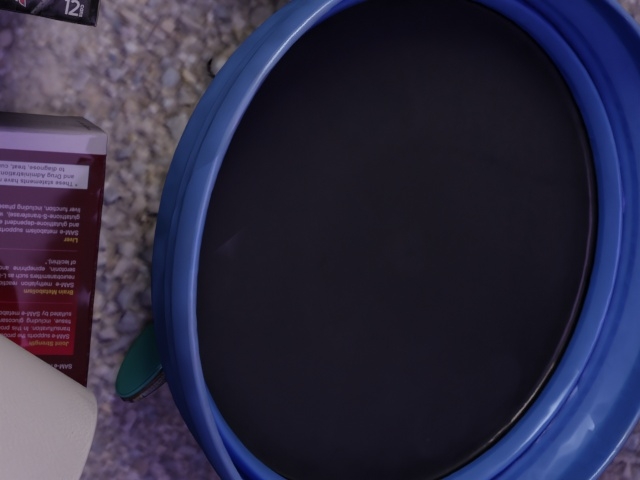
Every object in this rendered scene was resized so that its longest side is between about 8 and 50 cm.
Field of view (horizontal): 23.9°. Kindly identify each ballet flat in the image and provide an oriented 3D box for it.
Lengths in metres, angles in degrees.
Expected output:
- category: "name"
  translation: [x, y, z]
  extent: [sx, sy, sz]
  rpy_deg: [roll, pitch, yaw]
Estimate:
- category: "ballet flat"
  translation: [-0.085, 0.055, 0.943]
  extent: [0.041, 0.041, 0.114]
  rpy_deg: [28, 92, -26]

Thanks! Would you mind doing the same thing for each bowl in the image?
- category: "bowl"
  translation: [0.071, 0.011, 0.943]
  extent: [0.391, 0.077, 0.391]
  rpy_deg: [-8, 105, -32]

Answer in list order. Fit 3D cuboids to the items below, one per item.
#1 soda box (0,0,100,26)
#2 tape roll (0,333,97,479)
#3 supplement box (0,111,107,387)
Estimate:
- category: "soda box"
  translation: [-0.160, -0.149, 0.787]
  extent: [0.060, 0.169, 0.053]
  rpy_deg: [8, 99, -24]
- category: "tape roll"
  translation: [-0.241, 0.132, 0.710]
  extent: [0.169, 0.246, 0.246]
  rpy_deg: [34, 88, -16]
- category: "supplement box"
  translation: [-0.201, 0.046, 0.872]
  extent: [0.130, 0.073, 0.239]
  rpy_deg: [3, 101, -21]
